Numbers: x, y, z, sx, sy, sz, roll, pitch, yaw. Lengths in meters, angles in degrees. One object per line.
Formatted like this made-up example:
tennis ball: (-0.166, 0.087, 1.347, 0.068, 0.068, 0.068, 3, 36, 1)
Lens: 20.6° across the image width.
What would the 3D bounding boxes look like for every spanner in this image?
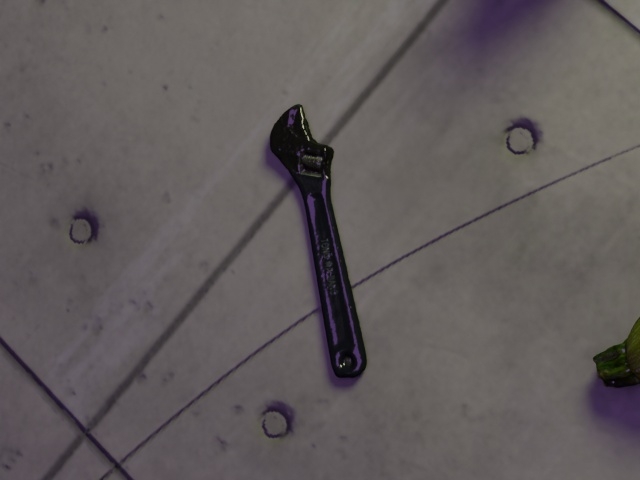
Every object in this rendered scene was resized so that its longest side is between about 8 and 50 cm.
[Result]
spanner: (0.000, 0.000, 1.299, 0.046, 0.012, 0.209, -15, 81, 20)

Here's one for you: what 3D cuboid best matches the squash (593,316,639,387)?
squash: (0.288, 0.030, 1.154, 0.252, 0.066, 0.066, -35, 74, 16)
